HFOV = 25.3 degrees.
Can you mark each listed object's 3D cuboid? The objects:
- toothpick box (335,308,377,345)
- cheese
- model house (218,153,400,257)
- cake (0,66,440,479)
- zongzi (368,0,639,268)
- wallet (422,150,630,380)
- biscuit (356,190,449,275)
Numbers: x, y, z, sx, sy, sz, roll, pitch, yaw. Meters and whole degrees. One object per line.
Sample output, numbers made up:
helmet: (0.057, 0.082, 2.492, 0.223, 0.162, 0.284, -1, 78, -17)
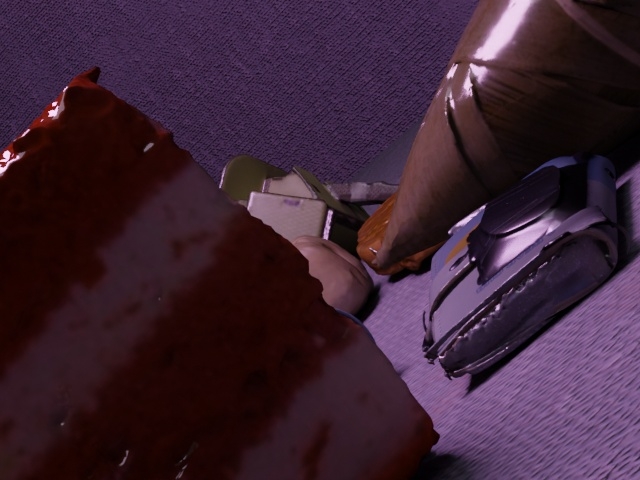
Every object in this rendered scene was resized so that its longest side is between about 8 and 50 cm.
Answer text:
toothpick box: (-0.013, 0.106, 1.224, 0.101, 0.101, 0.153, -44, 4, -10)
cheese: (-0.038, 0.079, 1.621, 0.235, 0.117, 0.218, -34, 8, 44)
model house: (0.000, 0.000, 2.001, 0.278, 0.205, 0.218, 3, 77, 44)
cake: (-0.132, 0.106, 0.902, 0.270, 0.319, 0.269, -50, 8, -16)
zongzi: (0.231, -0.214, 1.338, 0.467, 0.218, 0.500, -41, 5, 21)
wallet: (0.142, 0.008, 1.032, 0.170, 0.069, 0.231, -37, 7, 17)
biscuit: (0.168, -0.073, 1.613, 0.312, 0.057, 0.351, -44, 6, -17)
